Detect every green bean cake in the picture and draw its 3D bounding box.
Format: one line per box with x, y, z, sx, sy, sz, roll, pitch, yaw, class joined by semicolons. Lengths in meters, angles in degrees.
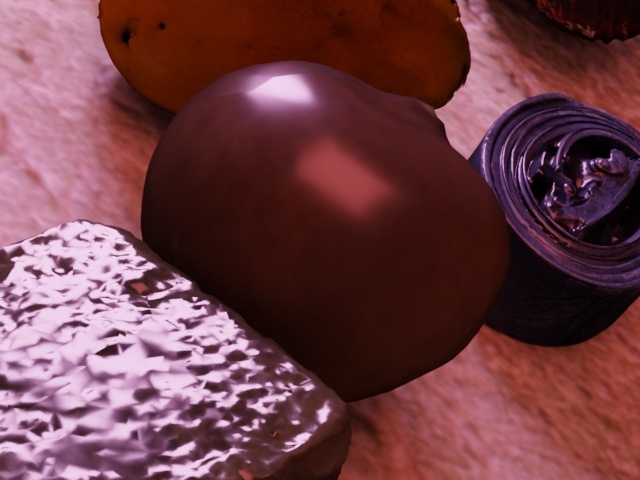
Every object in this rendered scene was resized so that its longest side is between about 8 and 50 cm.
-0.109;0.086;0.560;0.185;0.094;0.183;-20;45;-42;green bean cake

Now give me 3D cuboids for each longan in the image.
0.000;0.000;0.691;0.189;0.189;0.189;18;41;-16;longan

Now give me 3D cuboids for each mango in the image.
-0.015;-0.134;0.860;0.248;0.151;0.156;11;74;-32;mango

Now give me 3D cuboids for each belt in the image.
0.157;-0.019;0.880;0.141;0.082;0.190;45;42;9;belt

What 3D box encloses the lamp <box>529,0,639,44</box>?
0.233;-0.272;1.088;0.247;0.247;0.247;18;41;-16;lamp
